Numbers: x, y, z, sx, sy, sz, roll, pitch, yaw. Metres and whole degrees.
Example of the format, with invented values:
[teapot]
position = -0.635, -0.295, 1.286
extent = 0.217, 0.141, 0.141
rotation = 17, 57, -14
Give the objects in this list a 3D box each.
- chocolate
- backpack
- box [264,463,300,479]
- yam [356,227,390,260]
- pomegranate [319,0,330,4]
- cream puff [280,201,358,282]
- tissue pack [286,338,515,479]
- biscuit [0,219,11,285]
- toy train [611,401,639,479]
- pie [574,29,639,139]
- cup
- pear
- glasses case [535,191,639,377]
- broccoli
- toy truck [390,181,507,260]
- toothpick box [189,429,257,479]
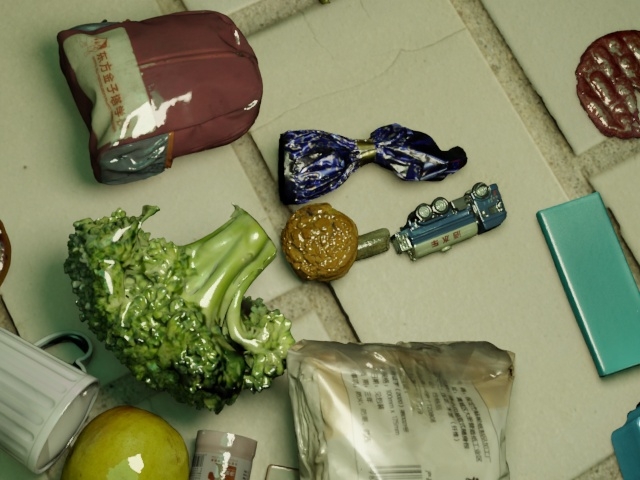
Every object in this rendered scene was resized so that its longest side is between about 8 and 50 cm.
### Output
[chocolate]
position = 0.087, -0.144, 1.883
extent = 0.343, 0.148, 0.126
rotation = -9, 106, -16
[backpack]
position = -0.254, -0.253, 1.843
extent = 0.317, 0.197, 0.283
rotation = -16, 75, -16
[box]
position = -0.031, 0.388, 1.763
extent = 0.115, 0.025, 0.048
rotation = 11, 78, -3
[yam]
position = 0.074, 0.009, 1.879
extent = 0.094, 0.043, 0.043
rotation = -16, 76, -10
[pomegranate]
position = -0.062, -0.503, 1.979
extent = 0.220, 0.156, 0.156
rotation = 47, 71, -24
[cream puff]
position = -0.004, 0.001, 1.822
extent = 0.126, 0.103, 0.144
rotation = -41, 53, 7
[tissue pack]
position = 0.137, 0.331, 1.696
extent = 0.390, 0.195, 0.375
rotation = 4, 74, -21
[biscuit]
position = -0.610, 0.021, 1.802
extent = 0.212, 0.036, 0.212
rotation = 2, 74, -6
[toy train]
position = 0.647, 0.344, 1.773
extent = 0.300, 0.188, 0.265
rotation = -11, 70, -8
[pie]
position = 0.567, -0.285, 2.018
extent = 0.219, 0.054, 0.204
rotation = -15, 76, -8
[cup]
position = -0.458, 0.229, 1.715
extent = 0.202, 0.221, 0.167
rotation = 30, 107, 6
[pear]
position = -0.291, 0.348, 1.663
extent = 0.200, 0.200, 0.200
rotation = 2, 73, -6
[glasses case]
position = 0.471, 0.076, 1.894
extent = 0.117, 0.070, 0.301
rotation = -17, 78, -5
[broccoli]
position = -0.208, 0.105, 1.703
extent = 0.317, 0.277, 0.338
rotation = -14, 82, -3
[toy truck]
position = 0.218, -0.031, 1.891
extent = 0.202, 0.074, 0.088
rotation = -21, 81, -11
[toothpick box]
position = -0.158, 0.376, 1.714
extent = 0.098, 0.098, 0.149
rotation = 11, 71, -3
